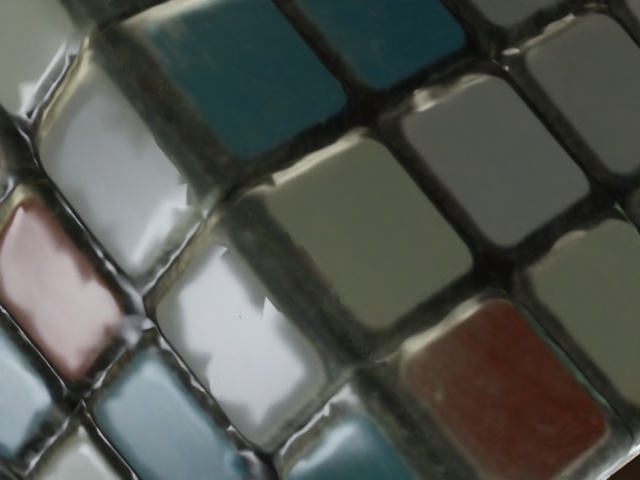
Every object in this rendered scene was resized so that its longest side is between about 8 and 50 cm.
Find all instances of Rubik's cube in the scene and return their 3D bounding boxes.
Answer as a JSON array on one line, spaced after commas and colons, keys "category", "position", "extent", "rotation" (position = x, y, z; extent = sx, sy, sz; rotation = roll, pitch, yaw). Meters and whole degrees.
[{"category": "Rubik's cube", "position": [-0.001, 0.001, 0.688], "extent": [0.259, 0.256, 0.253], "rotation": [51, -42, 6]}]
